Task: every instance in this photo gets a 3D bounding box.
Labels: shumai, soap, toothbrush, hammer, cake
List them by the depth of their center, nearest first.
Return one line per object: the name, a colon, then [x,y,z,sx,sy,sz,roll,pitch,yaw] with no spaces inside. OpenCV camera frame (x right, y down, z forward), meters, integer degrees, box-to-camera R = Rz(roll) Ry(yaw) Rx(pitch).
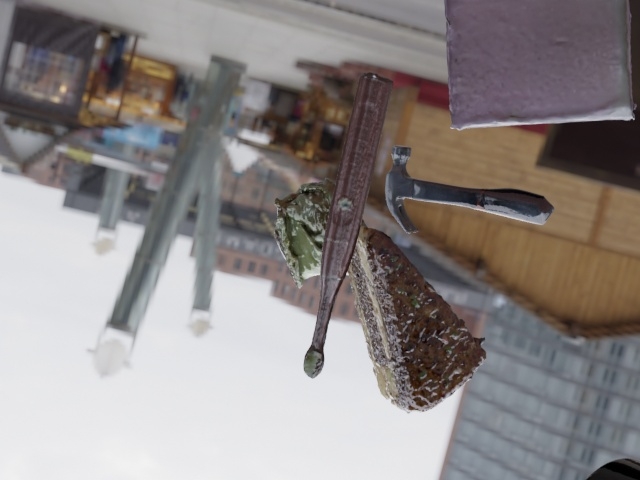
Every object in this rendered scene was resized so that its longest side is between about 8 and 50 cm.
toothbrush: [0.025,-0.014,1.424,0.041,0.364,0.041,12,-169,-2]
cake: [0.080,0.102,1.508,0.246,0.135,0.112,46,164,-28]
shumai: [0.002,0.002,1.814,0.184,0.142,0.184,52,-179,-2]
soap: [0.335,-0.321,1.891,0.285,0.296,0.107,0,-174,17]
hammer: [0.230,-0.063,1.953,0.290,0.137,0.037,13,-169,33]

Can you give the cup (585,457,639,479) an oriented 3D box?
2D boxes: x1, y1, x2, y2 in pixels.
cup: [0.380,0.343,1.288,0.239,0.166,0.177,43,168,-33]
